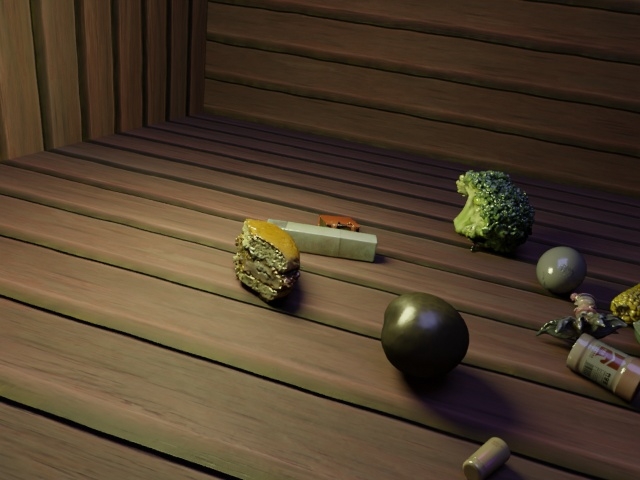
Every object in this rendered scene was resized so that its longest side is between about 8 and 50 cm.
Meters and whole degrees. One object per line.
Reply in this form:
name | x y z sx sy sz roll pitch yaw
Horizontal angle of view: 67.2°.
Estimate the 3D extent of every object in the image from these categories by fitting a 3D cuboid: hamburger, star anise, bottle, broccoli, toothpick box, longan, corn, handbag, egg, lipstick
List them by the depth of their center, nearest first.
bottle | 0.297 0.393 0.862 0.096 0.045 0.045 -13 31 -39
longan | 0.230 0.212 1.079 0.197 0.198 0.212 5 18 -8
toothpick box | 0.680 0.299 1.142 0.098 0.099 0.148 -13 30 -40
star anise | 0.683 0.227 1.254 0.180 0.204 0.061 20 60 -32
hamburger | -0.151 0.046 1.371 0.282 0.156 0.245 24 20 20
corn | 0.991 0.194 1.495 0.310 0.102 0.101 -6 27 -40
egg | 0.785 0.097 1.574 0.146 0.147 0.198 27 36 35
lipstick | 0.000 0.000 1.609 0.370 0.076 0.080 9 21 -1
handbag | 0.064 -0.050 1.736 0.126 0.063 0.190 5 11 -9
broccoli | 0.629 -0.097 1.846 0.348 0.281 0.293 48 56 3

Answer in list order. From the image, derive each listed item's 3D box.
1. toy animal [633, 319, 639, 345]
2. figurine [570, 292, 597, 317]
toy animal | 0.964 0.257 1.350 0.251 0.127 0.125 5 7 -46
figurine | 0.798 0.206 1.460 0.072 0.054 0.129 3 27 26
